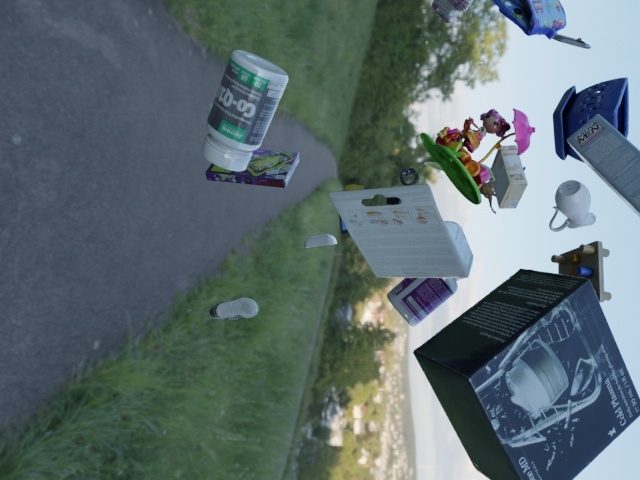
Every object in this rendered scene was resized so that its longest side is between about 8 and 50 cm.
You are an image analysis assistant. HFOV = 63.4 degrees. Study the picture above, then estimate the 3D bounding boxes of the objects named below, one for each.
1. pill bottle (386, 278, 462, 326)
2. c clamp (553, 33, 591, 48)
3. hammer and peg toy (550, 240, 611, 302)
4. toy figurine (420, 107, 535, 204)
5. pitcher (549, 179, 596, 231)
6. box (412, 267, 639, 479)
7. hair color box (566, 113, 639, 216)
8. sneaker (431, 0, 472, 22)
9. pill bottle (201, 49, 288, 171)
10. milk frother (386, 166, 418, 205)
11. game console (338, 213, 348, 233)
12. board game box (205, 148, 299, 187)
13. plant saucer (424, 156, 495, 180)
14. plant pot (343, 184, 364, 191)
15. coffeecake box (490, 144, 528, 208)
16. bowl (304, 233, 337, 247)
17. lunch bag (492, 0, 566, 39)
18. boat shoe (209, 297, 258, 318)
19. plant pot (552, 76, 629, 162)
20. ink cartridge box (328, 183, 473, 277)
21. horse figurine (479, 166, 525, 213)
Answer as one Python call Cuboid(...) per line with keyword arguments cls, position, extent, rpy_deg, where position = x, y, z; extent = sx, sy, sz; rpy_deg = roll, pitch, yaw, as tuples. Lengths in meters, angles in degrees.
Cuboid(cls="pill bottle", position=(0.416, 0.176, 1.985), extent=(0.169, 0.301, 0.169), rpy_deg=(48, 6, -6))
Cuboid(cls="c clamp", position=(0.810, -0.670, 1.714), extent=(0.137, 0.160, 0.022), rpy_deg=(-70, 177, -57))
Cuboid(cls="hammer and peg toy", position=(1.076, 0.201, 2.135), extent=(0.266, 0.127, 0.362), rpy_deg=(127, -28, -69))
Cuboid(cls="toy figurine", position=(0.290, -0.176, 0.918), extent=(0.173, 0.159, 0.130), rpy_deg=(55, 4, 32))
Cuboid(cls="pitcher", position=(0.977, -0.127, 2.044), extent=(0.207, 0.177, 0.126), rpy_deg=(51, 19, -38))
Cuboid(cls="box", position=(0.614, 0.416, 1.537), extent=(0.480, 0.471, 0.297), rpy_deg=(61, -15, -13))
Cuboid(cls="hair color box", position=(0.872, -0.169, 1.443), extent=(0.185, 0.113, 0.375), rpy_deg=(24, 33, -43))
Cuboid(cls="sneaker", position=(0.387, -0.692, 1.440), extent=(0.095, 0.104, 0.236), rpy_deg=(45, 7, -8))
Cuboid(cls="pill bottle", position=(-0.265, -0.431, 1.754), extent=(0.204, 0.204, 0.361), rpy_deg=(-71, -173, -65))
Cuboid(cls="milk frother", position=(0.306, -0.156, 1.699), extent=(0.129, 0.134, 0.143), rpy_deg=(-20, 118, -33))
Cuboid(cls="game console", position=(0.139, -0.079, 2.128), extent=(0.071, 0.107, 0.122), rpy_deg=(-26, 121, -31))
Cuboid(cls="board game box", position=(-0.282, -0.311, 2.170), extent=(0.056, 0.346, 0.208), rpy_deg=(83, 20, -46))
Cuboid(cls="plant saucer", position=(0.470, -0.248, 1.739), extent=(0.241, 0.240, 0.037), rpy_deg=(-17, 122, -81))
Cuboid(cls="plant pot", position=(0.143, -0.204, 2.331), extent=(0.082, 0.083, 0.081), rpy_deg=(-79, -174, -51))
Cuboid(cls="coffeecake box", position=(0.683, -0.232, 1.892), extent=(0.142, 0.068, 0.186), rpy_deg=(88, 1, -56))
Cuboid(cls="bowl", position=(0.000, 0.000, 2.404), extent=(0.142, 0.141, 0.053), rpy_deg=(3, 80, -77))
Cuboid(cls="lunch bag", position=(0.634, -0.741, 1.575), extent=(0.220, 0.138, 0.293), rpy_deg=(-22, 78, -40))
Cuboid(cls="boat shoe", position=(-0.316, 0.252, 1.896), extent=(0.206, 0.064, 0.075), rpy_deg=(3, 76, -52))
Cuboid(cls="plant pot", position=(0.961, -0.418, 1.847), extent=(0.236, 0.212, 0.236), rpy_deg=(-51, 134, -34))
Cuboid(cls="ink cartridge box", position=(0.237, -0.037, 1.490), extent=(0.385, 0.307, 0.091), rpy_deg=(57, 45, -38))
Cuboid(cls="horse figurine", position=(0.795, -0.245, 2.307), extent=(0.066, 0.263, 0.175), rpy_deg=(22, 28, -44))
